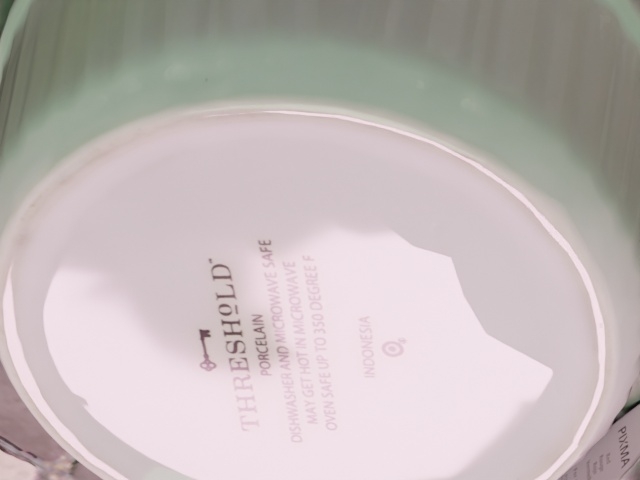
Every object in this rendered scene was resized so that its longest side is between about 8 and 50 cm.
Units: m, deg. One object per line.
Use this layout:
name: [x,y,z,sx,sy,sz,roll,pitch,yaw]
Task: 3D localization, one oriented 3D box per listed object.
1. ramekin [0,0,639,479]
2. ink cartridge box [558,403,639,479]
ramekin: [0.000,0.000,0.496,0.272,0.127,0.273,4,131,4]
ink cartridge box: [0.206,0.119,0.624,0.145,0.045,0.179,29,130,-17]
